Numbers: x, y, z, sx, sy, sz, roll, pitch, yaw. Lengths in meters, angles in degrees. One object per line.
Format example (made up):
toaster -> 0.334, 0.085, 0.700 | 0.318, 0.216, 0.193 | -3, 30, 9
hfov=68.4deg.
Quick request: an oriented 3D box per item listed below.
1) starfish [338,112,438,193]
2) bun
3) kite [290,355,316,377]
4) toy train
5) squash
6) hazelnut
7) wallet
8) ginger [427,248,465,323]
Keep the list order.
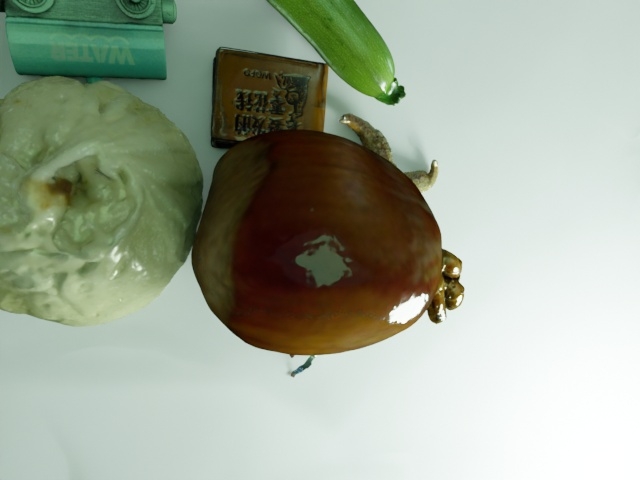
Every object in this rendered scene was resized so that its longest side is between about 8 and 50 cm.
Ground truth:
starfish -> 0.092, -0.075, 0.876 | 0.299, 0.060, 0.303 | 7, 92, -23
bun -> -0.337, -0.047, 0.633 | 0.352, 0.227, 0.349 | 2, 95, -18
kite -> 0.027, 0.108, 0.866 | 0.310, 0.015, 0.169 | -39, 106, -5
toy train -> -0.339, -0.308, 0.691 | 0.248, 0.101, 0.159 | -4, 111, -19
squash -> 0.004, -0.383, 0.797 | 0.395, 0.107, 0.107 | 41, 80, -17
hazelnut -> -0.009, 0.001, 0.695 | 0.365, 0.366, 0.366 | -2, 95, -20
wallet -> -0.086, -0.230, 0.793 | 0.195, 0.042, 0.161 | 4, 91, -10
ginger -> 0.235, 0.080, 0.935 | 0.103, 0.073, 0.162 | -24, 108, -3
